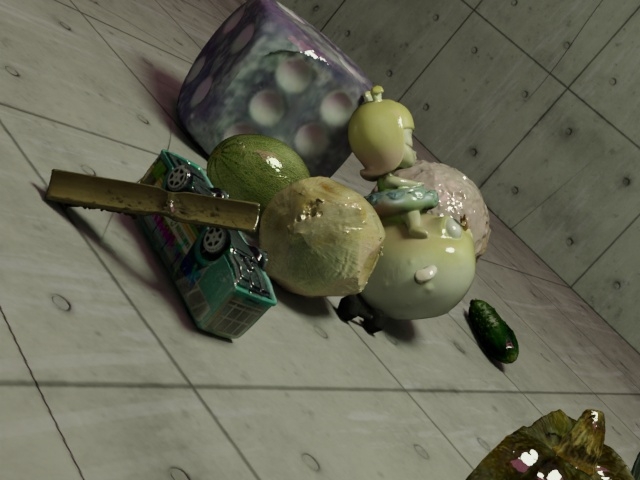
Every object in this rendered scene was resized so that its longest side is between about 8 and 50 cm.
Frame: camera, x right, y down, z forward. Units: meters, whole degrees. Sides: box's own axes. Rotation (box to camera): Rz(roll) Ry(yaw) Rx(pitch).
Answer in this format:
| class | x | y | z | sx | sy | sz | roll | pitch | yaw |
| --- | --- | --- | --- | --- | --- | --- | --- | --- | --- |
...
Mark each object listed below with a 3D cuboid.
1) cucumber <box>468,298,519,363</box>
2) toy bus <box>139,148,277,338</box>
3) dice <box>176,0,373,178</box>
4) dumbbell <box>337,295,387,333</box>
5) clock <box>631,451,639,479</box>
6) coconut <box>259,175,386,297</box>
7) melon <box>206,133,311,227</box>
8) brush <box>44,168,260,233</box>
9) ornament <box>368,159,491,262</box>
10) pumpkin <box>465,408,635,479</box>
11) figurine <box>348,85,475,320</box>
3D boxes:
| class | x | y | z | sx | sy | sz | roll | pitch | yaw |
| --- | --- | --- | --- | --- | --- | --- | --- | --- | --- |
| cucumber | 0.340 | 0.174 | 1.955 | 0.069 | 0.069 | 0.227 | 34 | 14 | -22 |
| toy bus | -0.145 | -0.001 | 1.199 | 0.091 | 0.109 | 0.262 | 27 | 22 | -46 |
| dice | -0.081 | -0.257 | 1.772 | 0.270 | 0.270 | 0.271 | 33 | 17 | -26 |
| dumbbell | 0.065 | 0.114 | 1.514 | 0.083 | 0.036 | 0.040 | 29 | 19 | -37 |
| clock | 0.631 | 0.414 | 1.565 | 0.055 | 0.281 | 0.280 | 15 | 29 | -49 |
| coconut | -0.002 | -0.002 | 1.420 | 0.194 | 0.194 | 0.194 | 37 | 15 | -12 |
| melon | -0.089 | -0.091 | 1.529 | 0.192 | 0.139 | 0.139 | 32 | 17 | -34 |
| brush | -0.192 | -0.042 | 1.130 | 0.248 | 0.043 | 0.036 | 8 | -16 | 4 |
| ornament | 0.218 | -0.039 | 1.958 | 0.259 | 0.225 | 0.259 | 36 | 16 | -12 |
| pumpkin | 0.257 | 0.290 | 1.123 | 0.139 | 0.222 | 0.317 | 48 | 18 | 23 |
| figurine | 0.105 | -0.059 | 1.624 | 0.226 | 0.274 | 0.394 | 157 | -77 | -83 |
